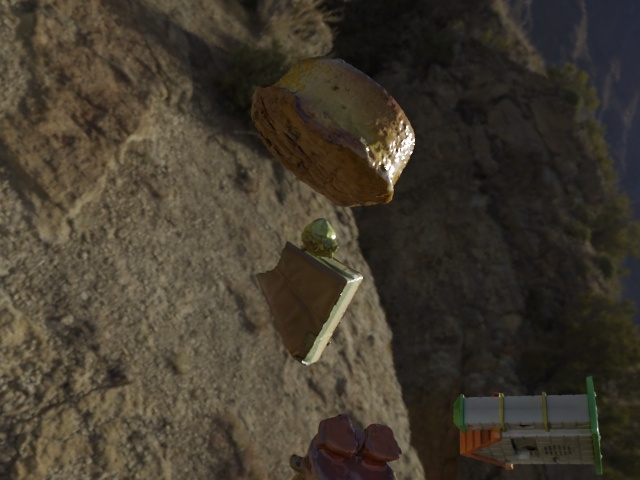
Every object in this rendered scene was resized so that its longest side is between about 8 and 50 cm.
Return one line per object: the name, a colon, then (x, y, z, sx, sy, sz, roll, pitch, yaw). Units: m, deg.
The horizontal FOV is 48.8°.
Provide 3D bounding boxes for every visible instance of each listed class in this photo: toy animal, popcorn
toy animal: (0.026, 0.425, 1.204, 0.195, 0.281, 0.169, 16, 50, -11)
popcorn: (-0.001, -0.002, 1.187, 0.059, 0.068, 0.083, 3, 17, -25)

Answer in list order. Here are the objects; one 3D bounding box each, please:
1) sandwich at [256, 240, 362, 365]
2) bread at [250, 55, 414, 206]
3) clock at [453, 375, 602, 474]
sandwich: (-0.044, 0.123, 1.462, 0.186, 0.220, 0.108, 32, 16, 20)
bread: (0.028, -0.244, 1.629, 0.398, 0.215, 0.398, 35, -15, 11)
clock: (0.390, 0.351, 1.330, 0.220, 0.255, 0.106, 61, 30, -49)
